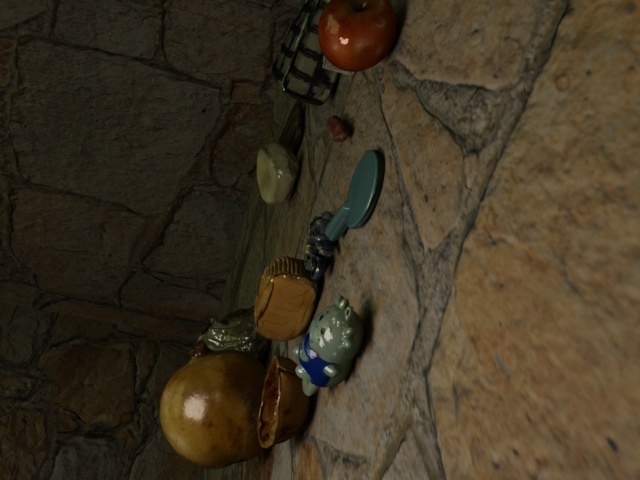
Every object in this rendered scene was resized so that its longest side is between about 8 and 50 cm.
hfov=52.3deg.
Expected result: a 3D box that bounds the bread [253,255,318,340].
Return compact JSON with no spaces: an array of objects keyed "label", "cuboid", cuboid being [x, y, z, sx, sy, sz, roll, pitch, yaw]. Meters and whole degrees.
[{"label":"bread","cuboid":[-0.078,0.127,1.461,0.114,0.132,0.191,-96,24,-62]}]

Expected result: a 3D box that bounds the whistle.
[{"label":"whistle","cuboid":[0.009,0.185,1.089,0.245,0.091,0.110,116,151,-44]}]

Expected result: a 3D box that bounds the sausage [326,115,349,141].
[{"label":"sausage","cuboid":[0.040,-0.260,1.517,0.177,0.047,0.041,-109,18,-69]}]

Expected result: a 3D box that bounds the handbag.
[{"label":"handbag","cuboid":[-0.015,-0.568,1.837,0.325,0.162,0.327,-111,41,-66]}]

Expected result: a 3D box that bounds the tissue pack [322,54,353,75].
[{"label":"tissue pack","cuboid":[0.072,-0.510,1.526,0.148,0.092,0.197,140,140,-72]}]

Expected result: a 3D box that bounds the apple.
[{"label":"apple","cuboid":[0.072,-0.410,1.279,0.139,0.163,0.164,90,-176,-57]}]

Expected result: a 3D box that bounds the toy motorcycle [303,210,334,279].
[{"label":"toy motorcycle","cuboid":[0.000,0.000,1.406,0.193,0.061,0.124,-100,28,-65]}]

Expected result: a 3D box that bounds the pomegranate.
[{"label":"pomegranate","cuboid":[-0.242,0.408,1.580,0.307,0.307,0.308,-167,90,-78]}]

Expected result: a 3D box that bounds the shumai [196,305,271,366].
[{"label":"shumai","cuboid":[-0.260,0.285,1.963,0.256,0.218,0.189,-103,19,-65]}]

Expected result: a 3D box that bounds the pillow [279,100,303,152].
[{"label":"pillow","cuboid":[-0.105,-0.365,2.290,0.212,0.052,0.208,-92,22,-44]}]

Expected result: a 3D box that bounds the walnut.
[{"label":"walnut","cuboid":[-0.066,0.324,1.304,0.211,0.086,0.167,112,159,-44]}]

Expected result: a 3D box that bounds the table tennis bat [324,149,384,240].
[{"label":"table tennis bat","cuboid":[0.065,-0.073,1.245,0.237,0.038,0.149,124,155,-49]}]

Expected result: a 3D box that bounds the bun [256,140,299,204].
[{"label":"bun","cuboid":[-0.127,-0.217,2.097,0.222,0.127,0.223,170,90,-67]}]
